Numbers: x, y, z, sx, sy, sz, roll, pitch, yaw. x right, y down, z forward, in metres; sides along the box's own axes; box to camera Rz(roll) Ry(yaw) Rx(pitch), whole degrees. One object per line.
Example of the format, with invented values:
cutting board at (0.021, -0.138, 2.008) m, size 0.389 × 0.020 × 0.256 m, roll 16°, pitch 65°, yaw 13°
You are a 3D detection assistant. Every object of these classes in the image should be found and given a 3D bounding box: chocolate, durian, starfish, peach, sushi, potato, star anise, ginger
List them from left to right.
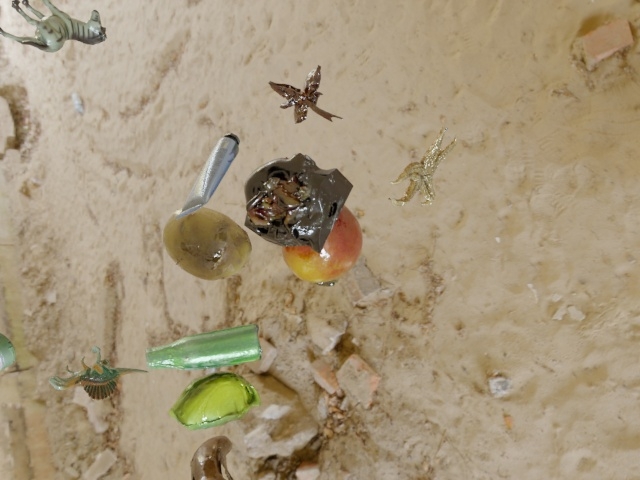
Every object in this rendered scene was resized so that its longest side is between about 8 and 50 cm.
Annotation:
chocolate at (-0.308, 0.291, 1.169) m, size 0.110 × 0.292 × 0.110 m, roll 176°, pitch 90°, yaw -70°
potato at (-0.377, 0.023, 1.444) m, size 0.239 × 0.299 × 0.116 m, roll -56°, pitch 12°, yaw 8°
ginger at (-0.276, 0.624, 1.162) m, size 0.309 × 0.133 × 0.107 m, roll 20°, pitch 141°, yaw 62°
durian at (-0.277, 0.422, 1.178) m, size 0.101 × 0.250 × 0.139 m, roll -16°, pitch 83°, yaw 45°
sushi at (-0.087, -0.116, 1.179) m, size 0.227 × 0.212 × 0.215 m, roll 13°, pitch 70°, yaw 44°
star anise at (-0.034, -0.349, 1.138) m, size 0.141 × 0.158 × 0.144 m, roll -23°, pitch 55°, yaw 3°
peach at (0.000, 0.000, 1.563) m, size 0.308 × 0.332 × 0.307 m, roll -3°, pitch 82°, yaw 20°
starfish at (0.334, -0.232, 1.425) m, size 0.060 × 0.299 × 0.302 m, roll 37°, pitch 101°, yaw 35°

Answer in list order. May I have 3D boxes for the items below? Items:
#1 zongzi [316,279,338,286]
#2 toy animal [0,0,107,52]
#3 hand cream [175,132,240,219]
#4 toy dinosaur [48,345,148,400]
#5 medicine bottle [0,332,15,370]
zongzi at (-0.044, 0.088, 1.950) m, size 0.300 × 0.139 × 0.285 m, roll -29°, pitch 60°, yaw 47°
toy animal at (-0.619, -0.499, 1.038) m, size 0.074 × 0.176 × 0.216 m, roll -28°, pitch 40°, yaw 36°
hand cream at (-0.240, -0.146, 0.963) m, size 0.088 × 0.055 × 0.255 m, roll -15°, pitch 40°, yaw 32°
toy dinosaur at (-0.466, 0.294, 0.939) m, size 0.044 × 0.187 × 0.106 m, roll -39°, pitch 33°, yaw 21°
medicine bottle at (-0.885, 0.327, 1.047) m, size 0.134 × 0.274 × 0.133 m, roll 6°, pitch 110°, yaw 16°
